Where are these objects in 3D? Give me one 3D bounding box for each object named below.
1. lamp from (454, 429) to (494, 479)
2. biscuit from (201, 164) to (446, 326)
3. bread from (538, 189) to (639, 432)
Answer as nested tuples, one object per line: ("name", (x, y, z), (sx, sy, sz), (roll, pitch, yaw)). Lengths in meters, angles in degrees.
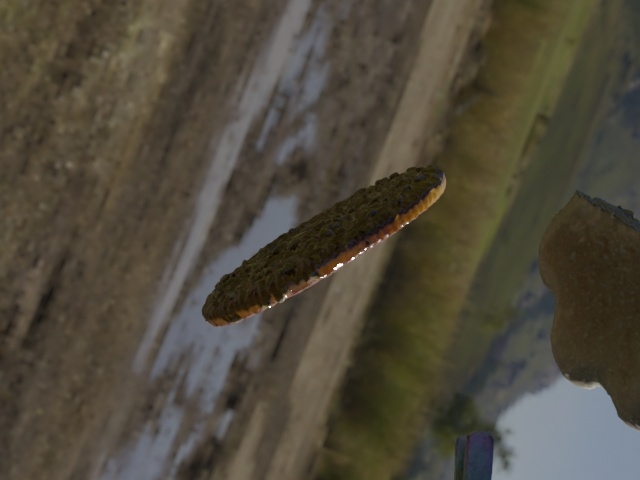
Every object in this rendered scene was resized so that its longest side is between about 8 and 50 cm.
("lamp", (0.180, 0.293, 1.406), (0.247, 0.301, 0.247), (116, -22, -83))
("biscuit", (0.000, 0.000, 1.719), (0.305, 0.038, 0.305), (-31, -173, 4))
("bread", (0.335, 0.089, 1.617), (0.102, 0.337, 0.183), (13, 109, -40))
